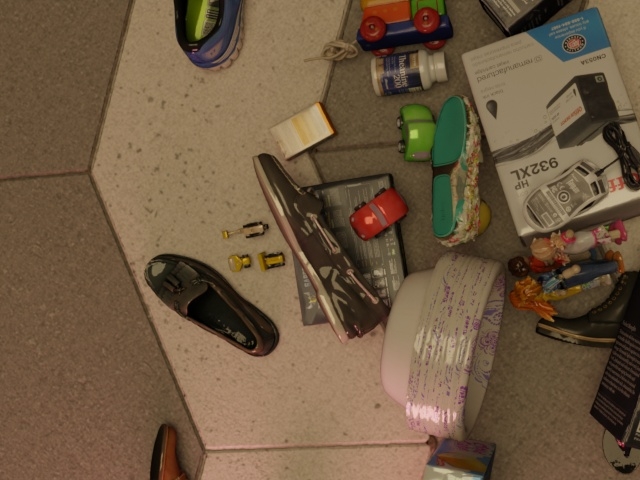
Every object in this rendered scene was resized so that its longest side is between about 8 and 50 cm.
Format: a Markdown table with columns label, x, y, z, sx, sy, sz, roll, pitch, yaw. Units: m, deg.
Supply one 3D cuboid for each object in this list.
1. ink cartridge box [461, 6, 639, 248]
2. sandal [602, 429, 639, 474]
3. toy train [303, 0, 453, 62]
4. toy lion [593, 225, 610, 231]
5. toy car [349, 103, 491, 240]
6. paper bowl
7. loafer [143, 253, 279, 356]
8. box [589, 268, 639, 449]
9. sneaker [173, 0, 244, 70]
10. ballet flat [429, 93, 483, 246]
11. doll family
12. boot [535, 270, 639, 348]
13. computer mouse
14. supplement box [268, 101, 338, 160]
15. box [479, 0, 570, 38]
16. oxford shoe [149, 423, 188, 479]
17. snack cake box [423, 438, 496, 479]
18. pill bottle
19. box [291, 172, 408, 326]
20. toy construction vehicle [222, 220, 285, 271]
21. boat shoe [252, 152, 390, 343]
| label | x | y | z | sx | sy | sz | roll | pitch | yaw |
| --- | --- | --- | --- | --- | --- | --- | --- | --- | --- |
| ink cartridge box | 0.371 | -0.169 | 1.830 | 0.223 | 0.129 | 0.307 | -18 | 77 | 11 |
| sandal | 0.492 | 0.284 | 1.878 | 0.067 | 0.040 | 0.179 | 15 | 94 | 12 |
| toy train | 0.086 | -0.379 | 1.934 | 0.248 | 0.105 | 0.143 | -7 | 79 | 13 |
| toy lion | 0.432 | -0.046 | 1.894 | 0.100 | 0.034 | 0.096 | 24 | 103 | 11 |
| toy car | 0.161 | -0.116 | 1.906 | 0.239 | 0.053 | 0.225 | -2 | 81 | -13 |
| paper bowl | 0.184 | 0.156 | 1.821 | 0.148 | 0.284 | 0.284 | 12 | 93 | 14 |
| loafer | -0.190 | 0.106 | 2.004 | 0.267 | 0.084 | 0.096 | 32 | 97 | 10 |
| box | 0.602 | 0.183 | 1.752 | 0.296 | 0.183 | 0.294 | 18 | 96 | -5 |
| sneaker | -0.173 | -0.453 | 1.962 | 0.130 | 0.147 | 0.330 | 7 | 92 | 12 |
| ballet flat | 0.218 | -0.106 | 1.857 | 0.091 | 0.077 | 0.241 | -2 | 79 | 48 |
| doll family | 0.364 | 0.056 | 1.789 | 0.163 | 0.263 | 0.118 | -14 | 80 | -4 |
| boot | 0.447 | 0.104 | 1.877 | 0.198 | 0.077 | 0.137 | 9 | 88 | -1 |
| computer mouse | 0.378 | -0.081 | 1.728 | 0.193 | 0.042 | 0.106 | -33 | 81 | 2 |
| supplement box | -0.029 | -0.183 | 1.989 | 0.098 | 0.036 | 0.062 | -27 | 85 | 11 |
| box | 0.331 | -0.397 | 1.846 | 0.158 | 0.156 | 0.093 | -39 | 81 | 10 |
| oxford shoe | -0.254 | 0.421 | 2.043 | 0.076 | 0.076 | 0.212 | 0 | 88 | -17 |
| snack cake box | 0.208 | 0.402 | 1.829 | 0.089 | 0.264 | 0.152 | 9 | 93 | 12 |
| pill bottle | 0.146 | -0.275 | 1.933 | 0.120 | 0.067 | 0.067 | -7 | 89 | 13 |
| box | 0.045 | 0.016 | 1.963 | 0.183 | 0.059 | 0.232 | -10 | 88 | 10 |
| toy construction vehicle | -0.113 | 0.011 | 2.016 | 0.098 | 0.035 | 0.086 | -14 | 99 | 15 |
| boat shoe | 0.000 | 0.000 | 1.895 | 0.095 | 0.112 | 0.335 | -27 | 90 | -6 |
